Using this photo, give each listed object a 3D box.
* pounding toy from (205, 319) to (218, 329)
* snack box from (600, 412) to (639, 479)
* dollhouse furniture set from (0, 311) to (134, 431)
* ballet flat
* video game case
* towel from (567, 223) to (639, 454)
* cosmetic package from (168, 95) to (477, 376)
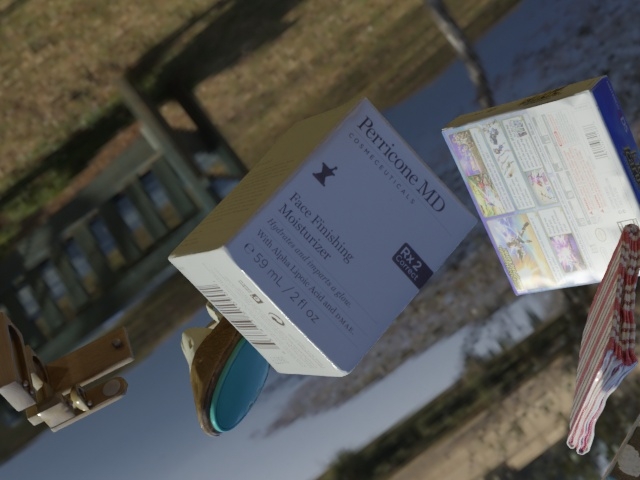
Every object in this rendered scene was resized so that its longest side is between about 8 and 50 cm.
[{"bbox_3d":[-0.056,0.131,1.920,0.154,0.155,0.269,-36,-175,45],"label":"pounding toy"},{"bbox_3d":[0.340,0.285,1.477,0.322,0.060,0.187,-47,160,-40],"label":"snack box"},{"bbox_3d":[-0.306,0.141,1.584,0.123,0.144,0.151,-27,136,1],"label":"dollhouse furniture set"},{"bbox_3d":[-0.107,0.114,1.748,0.342,0.124,0.116,-59,147,-35],"label":"ballet flat"},{"bbox_3d":[0.324,-0.068,1.785,0.244,0.269,0.061,-12,-160,42],"label":"video game case"},{"bbox_3d":[0.283,0.096,1.296,0.197,0.029,0.144,-69,174,-47],"label":"towel"},{"bbox_3d":[0.000,0.000,1.127,0.183,0.151,0.151,-49,-166,-19],"label":"cosmetic package"}]
